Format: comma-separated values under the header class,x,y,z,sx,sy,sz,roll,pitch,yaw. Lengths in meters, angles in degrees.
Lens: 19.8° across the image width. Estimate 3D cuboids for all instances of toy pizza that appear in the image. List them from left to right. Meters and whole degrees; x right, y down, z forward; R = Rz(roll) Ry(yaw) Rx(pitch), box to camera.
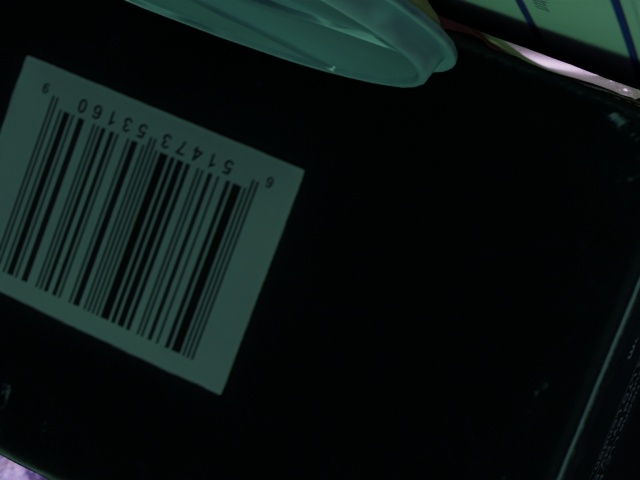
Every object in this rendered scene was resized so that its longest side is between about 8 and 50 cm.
class,x,y,z,sx,sy,sz,roll,pitch,yaw
toy pizza,-0.058,-0.087,0.431,0.201,0.032,0.201,22,179,0

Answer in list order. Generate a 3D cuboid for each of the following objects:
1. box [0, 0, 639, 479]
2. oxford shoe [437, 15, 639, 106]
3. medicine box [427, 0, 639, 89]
class,x,y,z,sx,sy,sz,roll,pitch,yaw
box,0.000,0.000,0.679,0.296,0.182,0.294,24,-172,20
oxford shoe,0.167,-0.128,0.849,0.397,0.140,0.146,28,144,-25
medicine box,0.013,-0.156,0.442,0.289,0.149,0.263,21,180,14
